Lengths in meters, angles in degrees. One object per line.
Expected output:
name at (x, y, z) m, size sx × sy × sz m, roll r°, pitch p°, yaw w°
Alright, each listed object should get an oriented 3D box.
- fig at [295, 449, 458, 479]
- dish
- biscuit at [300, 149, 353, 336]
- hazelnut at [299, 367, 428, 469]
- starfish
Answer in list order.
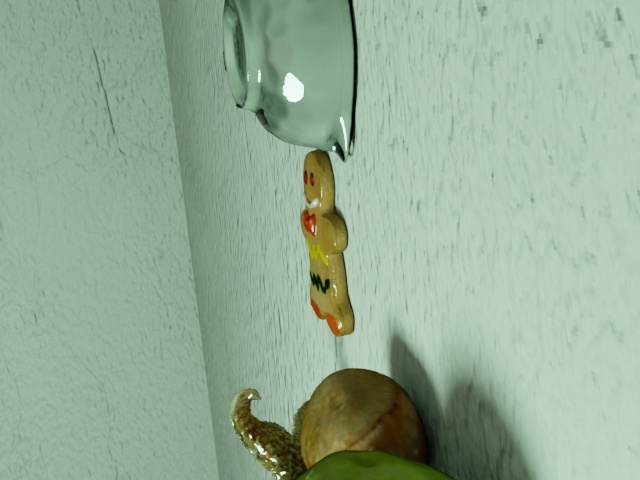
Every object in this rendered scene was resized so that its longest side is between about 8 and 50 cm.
fig at (0.089, 0.310, 0.829) m, size 0.233 × 0.314 × 0.232 m, roll 5°, pitch -90°, yaw -74°
dish at (-0.051, -0.238, 1.146) m, size 0.303 × 0.120 × 0.302 m, roll 173°, pitch 90°, yaw -75°
biscuit at (-0.001, 0.000, 1.258) m, size 0.165 × 0.036 × 0.249 m, roll -149°, pitch 52°, yaw -70°
hazelnut at (0.057, 0.219, 1.010) m, size 0.150 × 0.150 × 0.150 m, roll 171°, pitch 90°, yaw -76°
starfish at (-0.025, 0.335, 1.224) m, size 0.303 × 0.113 × 0.311 m, roll -23°, pitch -85°, yaw -76°
